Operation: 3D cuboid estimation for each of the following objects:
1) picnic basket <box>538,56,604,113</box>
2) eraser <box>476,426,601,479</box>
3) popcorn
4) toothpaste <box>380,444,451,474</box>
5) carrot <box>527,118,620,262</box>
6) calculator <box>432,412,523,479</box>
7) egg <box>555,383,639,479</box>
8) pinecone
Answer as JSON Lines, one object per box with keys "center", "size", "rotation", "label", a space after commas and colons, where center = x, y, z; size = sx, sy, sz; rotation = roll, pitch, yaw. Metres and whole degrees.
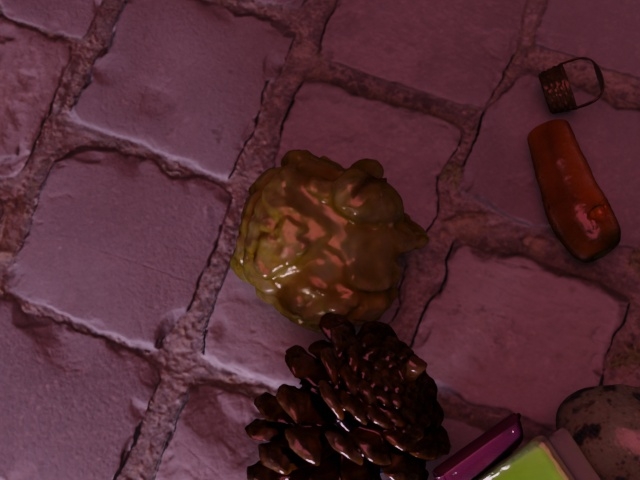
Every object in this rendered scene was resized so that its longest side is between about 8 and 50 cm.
{"center": [0.345, -0.212, 1.864], "size": [0.083, 0.072, 0.072], "rotation": [-19, 74, 12], "label": "picnic basket"}
{"center": [0.283, 0.393, 1.646], "size": [0.210, 0.092, 0.274], "rotation": [-42, 76, 28], "label": "eraser"}
{"center": [0.000, 0.000, 1.778], "size": [0.254, 0.195, 0.256], "rotation": [-27, 73, 7], "label": "popcorn"}
{"center": [0.102, 0.283, 1.772], "size": [0.139, 0.021, 0.037], "rotation": [-14, 70, 5], "label": "toothpaste"}
{"center": [0.332, -0.065, 1.821], "size": [0.087, 0.087, 0.193], "rotation": [-23, 72, -2], "label": "carrot"}
{"center": [0.197, 0.272, 1.678], "size": [0.126, 0.190, 0.034], "rotation": [-36, 71, -6], "label": "calculator"}
{"center": [0.379, 0.250, 1.698], "size": [0.181, 0.141, 0.141], "rotation": [27, 78, 10], "label": "egg"}
{"center": [0.029, 0.230, 1.680], "size": [0.309, 0.244, 0.244], "rotation": [-46, 74, 23], "label": "pinecone"}
